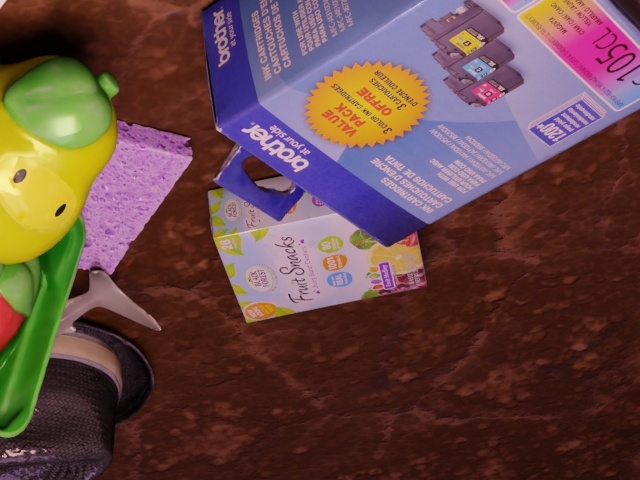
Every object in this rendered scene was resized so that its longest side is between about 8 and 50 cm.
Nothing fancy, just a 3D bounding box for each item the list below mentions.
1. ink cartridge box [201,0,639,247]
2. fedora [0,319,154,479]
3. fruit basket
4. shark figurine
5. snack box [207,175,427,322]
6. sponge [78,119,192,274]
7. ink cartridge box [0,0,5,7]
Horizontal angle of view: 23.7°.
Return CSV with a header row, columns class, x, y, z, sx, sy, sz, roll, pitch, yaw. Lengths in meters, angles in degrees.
class,x,y,z,sx,sy,sz,roll,pitch,yaw
ink cartridge box,0.081,-0.156,1.361,0.395,0.151,0.270,-29,140,27
fedora,-0.356,0.224,1.775,0.334,0.153,0.334,-6,145,-4
fruit basket,-0.338,-0.017,1.348,0.392,0.283,0.392,11,155,5
shark figurine,-0.321,0.131,1.634,0.278,0.116,0.166,-26,-177,-19
snack box,0.000,0.000,1.621,0.207,0.070,0.174,-11,145,5
sponge,-0.226,-0.043,1.540,0.117,0.031,0.210,12,139,-28
ink cartridge box,-0.320,-0.288,1.076,0.283,0.117,0.207,25,118,-38
